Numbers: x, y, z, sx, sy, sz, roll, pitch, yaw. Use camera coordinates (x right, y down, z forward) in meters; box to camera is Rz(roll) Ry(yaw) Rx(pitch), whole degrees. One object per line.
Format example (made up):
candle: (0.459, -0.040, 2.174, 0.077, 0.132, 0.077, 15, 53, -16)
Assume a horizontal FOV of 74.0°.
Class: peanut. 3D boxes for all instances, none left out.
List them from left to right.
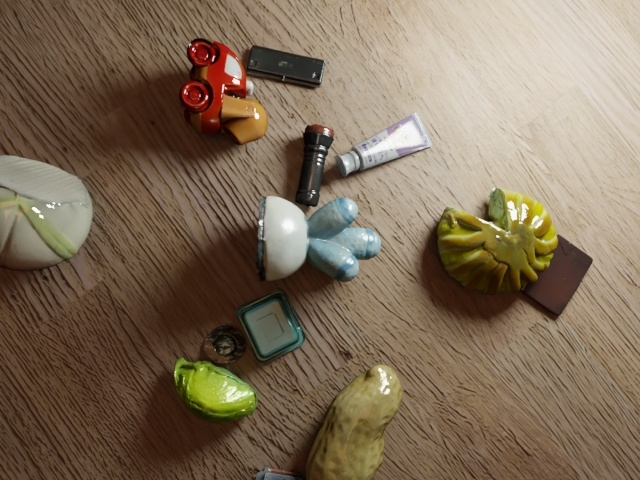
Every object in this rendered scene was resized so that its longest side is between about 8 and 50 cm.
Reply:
peanut: (0.097, 0.514, 1.129, 0.192, 0.169, 0.388, 29, 84, -13)

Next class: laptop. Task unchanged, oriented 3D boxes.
laptop: (0.698, 0.100, 1.264, 0.153, 0.026, 0.207, 34, 86, -1)

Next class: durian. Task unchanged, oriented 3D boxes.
durian: (-0.295, 0.416, 1.156, 0.249, 0.101, 0.139, 19, 49, -1)

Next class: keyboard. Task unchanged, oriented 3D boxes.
keyboard: (-0.104, -0.519, 1.274, 0.230, 0.025, 0.094, 12, 83, -2)

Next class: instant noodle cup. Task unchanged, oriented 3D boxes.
instant noodle cup: (-0.140, 0.240, 1.190, 0.157, 0.070, 0.179, -25, 86, -6)

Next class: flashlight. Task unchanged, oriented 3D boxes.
flashlight: (-0.019, -0.212, 1.229, 0.092, 0.093, 0.232, 9, 90, -2)

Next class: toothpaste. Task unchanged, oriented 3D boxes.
toothpaste: (0.189, -0.276, 1.253, 0.299, 0.073, 0.114, -26, 87, -12)

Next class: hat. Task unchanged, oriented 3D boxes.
hat: (-0.271, 0.296, 1.187, 0.121, 0.050, 0.121, 0, 87, 0)

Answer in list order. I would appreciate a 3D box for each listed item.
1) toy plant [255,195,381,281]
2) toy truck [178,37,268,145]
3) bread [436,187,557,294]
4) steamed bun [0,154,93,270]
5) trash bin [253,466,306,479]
toy plant: (0.000, 0.000, 1.143, 0.331, 0.247, 0.248, 1, 85, -5)
toy truck: (-0.258, -0.404, 1.185, 0.238, 0.189, 0.265, 8, 84, -12)
bread: (0.502, 0.005, 1.194, 0.332, 0.160, 0.334, 0, 87, -2)
steamed bun: (-0.756, -0.039, 1.085, 0.308, 0.309, 0.310, 0, 85, -3)
trash bin: (-0.119, 0.744, 1.109, 0.161, 0.184, 0.239, 11, 96, -2)
